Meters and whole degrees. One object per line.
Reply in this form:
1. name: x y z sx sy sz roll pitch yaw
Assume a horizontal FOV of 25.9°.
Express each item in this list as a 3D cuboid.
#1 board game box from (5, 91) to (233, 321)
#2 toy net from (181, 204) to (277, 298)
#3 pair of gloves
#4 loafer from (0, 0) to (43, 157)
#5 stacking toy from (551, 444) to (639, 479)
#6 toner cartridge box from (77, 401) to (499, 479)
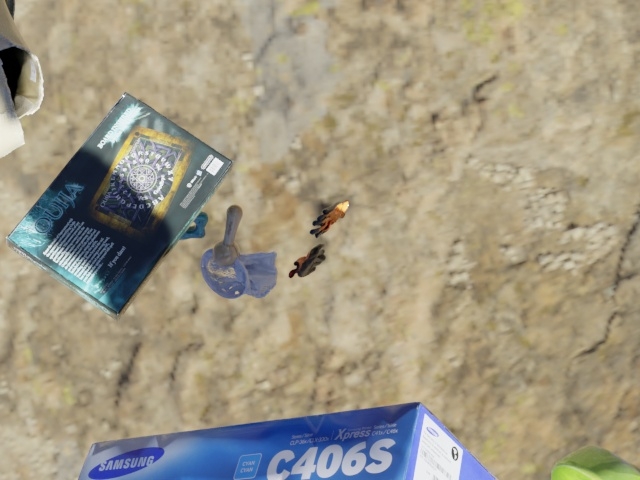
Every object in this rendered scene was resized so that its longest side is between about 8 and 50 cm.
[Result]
1. board game box: -0.184 -0.034 1.288 0.126 0.186 0.026 34 159 4
2. toy net: -0.128 0.002 1.421 0.122 0.232 0.045 -24 39 17
3. pair of gloves: 0.000 0.000 1.350 0.010 0.074 0.083 31 110 15
4. loafer: -0.291 -0.152 1.230 0.102 0.092 0.269 90 177 -45
5. stacking toy: 0.322 0.244 1.001 0.280 0.130 0.309 58 163 -8
6. toner cartridge box: -0.028 0.223 1.162 0.347 0.075 0.165 -12 136 34
